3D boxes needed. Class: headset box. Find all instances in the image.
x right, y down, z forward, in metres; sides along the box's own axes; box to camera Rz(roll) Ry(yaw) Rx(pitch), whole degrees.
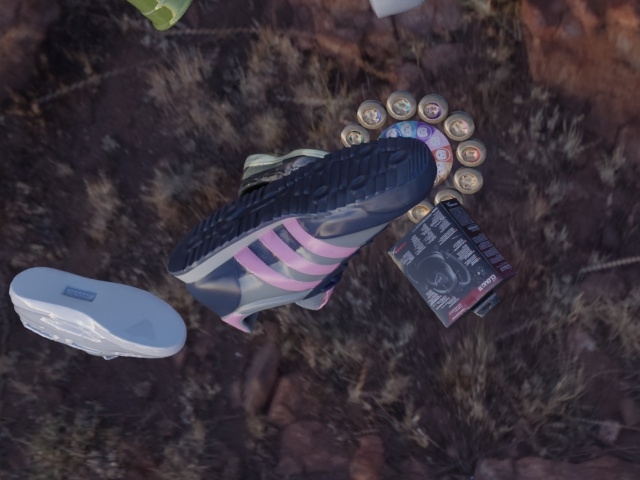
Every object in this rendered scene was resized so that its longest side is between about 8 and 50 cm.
[{"bbox_3d":[0.101,0.020,0.806,0.083,0.032,0.062,51,121,14],"label":"headset box"}]

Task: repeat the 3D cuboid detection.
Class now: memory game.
[{"bbox_3d":[0.112,-0.099,1.319,0.186,0.012,0.186,5,123,8],"label":"memory game"}]

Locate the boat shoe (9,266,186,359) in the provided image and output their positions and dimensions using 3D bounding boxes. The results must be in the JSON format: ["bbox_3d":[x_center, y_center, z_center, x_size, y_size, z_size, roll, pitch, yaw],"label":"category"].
[{"bbox_3d":[-0.212,0.082,1.025,0.184,0.063,0.066,12,42,11],"label":"boat shoe"}]

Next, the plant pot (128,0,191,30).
[{"bbox_3d":[-0.156,-0.237,0.930,0.083,0.079,0.083,-32,47,42],"label":"plant pot"}]

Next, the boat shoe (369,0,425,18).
[{"bbox_3d":[0.046,-0.189,0.354,0.102,0.301,0.108,-12,60,-2],"label":"boat shoe"}]

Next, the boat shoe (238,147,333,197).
[{"bbox_3d":[-0.037,-0.084,1.533,0.224,0.080,0.073,2,67,49],"label":"boat shoe"}]

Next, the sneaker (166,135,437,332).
[{"bbox_3d":[0.000,0.000,1.091,0.319,0.131,0.112,-21,31,33],"label":"sneaker"}]
